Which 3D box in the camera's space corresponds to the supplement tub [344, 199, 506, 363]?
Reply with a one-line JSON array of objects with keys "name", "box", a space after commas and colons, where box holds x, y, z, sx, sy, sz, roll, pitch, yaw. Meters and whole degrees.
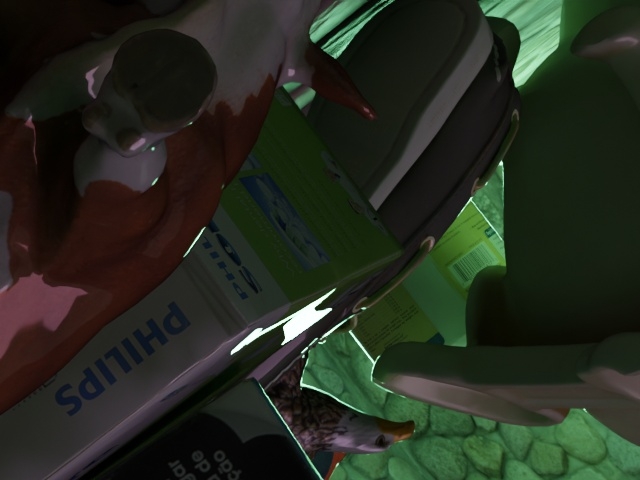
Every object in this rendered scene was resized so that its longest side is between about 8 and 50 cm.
[{"name": "supplement tub", "box": [0.064, 0.010, 1.551, 0.144, 0.199, 0.144, -37, 176, -3]}]

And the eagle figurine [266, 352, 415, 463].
[{"name": "eagle figurine", "box": [-0.038, 0.157, 1.317, 0.226, 0.225, 0.298, -39, 137, -77]}]

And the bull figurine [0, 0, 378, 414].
[{"name": "bull figurine", "box": [-0.104, -0.006, 0.506, 0.310, 0.101, 0.188, -40, 173, -5]}]

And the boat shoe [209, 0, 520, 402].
[{"name": "boat shoe", "box": [0.003, 0.002, 1.053, 0.109, 0.091, 0.305, 27, -107, 45]}]

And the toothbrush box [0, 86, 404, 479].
[{"name": "toothbrush box", "box": [-0.102, 0.031, 0.797, 0.206, 0.122, 0.283, -37, 177, 14]}]

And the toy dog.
[{"name": "toy dog", "box": [0.268, -0.061, 1.410, 0.285, 0.395, 0.407, -10, -114, 56]}]

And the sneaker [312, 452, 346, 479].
[{"name": "sneaker", "box": [-0.110, 0.250, 1.581, 0.350, 0.131, 0.148, -41, 159, 23]}]

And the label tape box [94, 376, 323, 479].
[{"name": "label tape box", "box": [-0.096, 0.245, 0.748, 0.334, 0.240, 0.106, -34, 177, -6]}]
